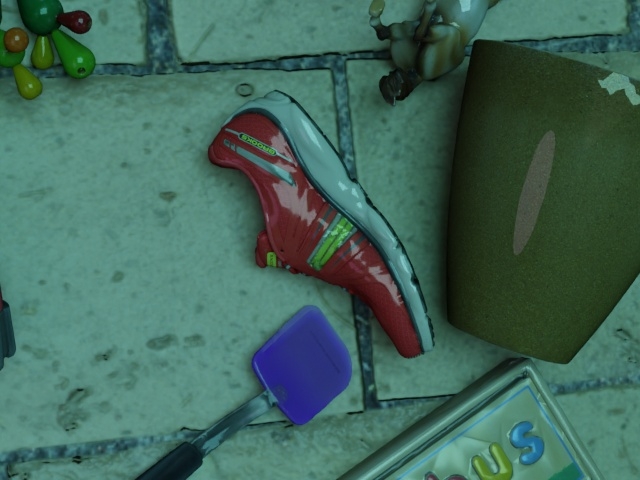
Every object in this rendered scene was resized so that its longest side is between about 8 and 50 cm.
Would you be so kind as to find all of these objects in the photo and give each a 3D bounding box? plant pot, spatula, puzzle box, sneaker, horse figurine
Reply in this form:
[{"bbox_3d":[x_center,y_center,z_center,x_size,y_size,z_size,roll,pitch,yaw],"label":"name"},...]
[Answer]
[{"bbox_3d":[0.212,-0.026,1.249,0.237,0.237,0.254,17,95,-14],"label":"plant pot"},{"bbox_3d":[-0.090,0.174,1.220,0.296,0.030,0.084,-38,97,-17],"label":"spatula"},{"bbox_3d":[0.097,0.325,1.248,0.409,0.052,0.272,-33,93,-17],"label":"puzzle box"},{"bbox_3d":[0.000,0.000,1.246,0.118,0.107,0.279,-36,92,2],"label":"sneaker"},{"bbox_3d":[0.125,-0.223,1.279,0.066,0.174,0.263,32,79,22],"label":"horse figurine"}]

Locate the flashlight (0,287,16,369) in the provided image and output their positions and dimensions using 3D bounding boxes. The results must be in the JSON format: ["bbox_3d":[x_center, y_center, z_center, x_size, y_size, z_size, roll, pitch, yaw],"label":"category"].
[{"bbox_3d":[-0.318,-0.039,1.094,0.103,0.103,0.304,-13,108,-18],"label":"flashlight"}]

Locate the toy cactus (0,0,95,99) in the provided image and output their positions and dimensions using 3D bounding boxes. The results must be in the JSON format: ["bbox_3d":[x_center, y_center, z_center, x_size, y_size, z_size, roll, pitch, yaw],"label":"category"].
[{"bbox_3d":[-0.290,-0.220,1.178,0.219,0.112,0.180,16,70,-6],"label":"toy cactus"}]
